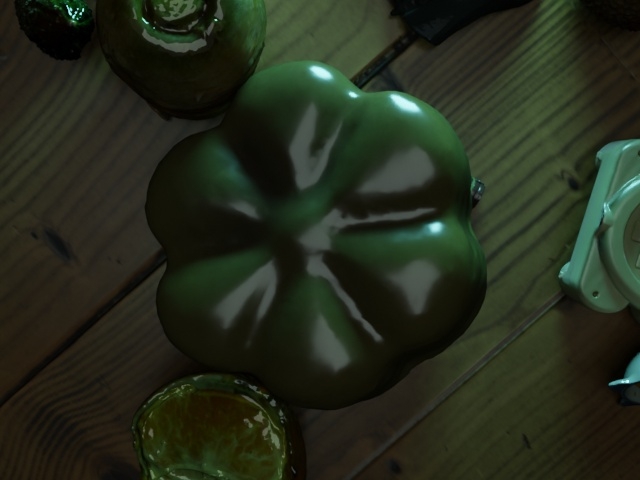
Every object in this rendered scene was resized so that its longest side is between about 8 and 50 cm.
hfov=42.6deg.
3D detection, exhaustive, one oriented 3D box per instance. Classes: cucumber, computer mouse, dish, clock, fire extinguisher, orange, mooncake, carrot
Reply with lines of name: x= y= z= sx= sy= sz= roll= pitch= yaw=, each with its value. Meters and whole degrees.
cucumber: x=-0.361 y=-0.298 z=1.113 sx=0.096 sy=0.359 sz=0.096 roll=-8 pitch=114 yaw=-19
computer mouse: x=0.230 y=-0.406 z=1.263 sx=0.264 sy=0.088 sz=0.147 roll=-26 pitch=93 yaw=3
dish: x=0.571 y=0.200 z=1.304 sx=0.236 sy=0.228 sz=0.086 roll=13 pitch=61 yaw=-21
clock: x=0.562 y=0.003 z=1.299 sx=0.310 sy=0.114 sz=0.284 roll=16 pitch=93 yaw=-5
fire extinguisher: x=0.188 y=-0.110 z=1.306 sx=0.158 sy=0.043 sz=0.064 roll=32 pitch=64 yaw=-5
orange: x=-0.150 y=0.338 z=1.251 sx=0.263 sy=0.196 sz=0.334 roll=-4 pitch=116 yaw=5
mooncake: x=0.000 y=0.000 z=1.133 sx=0.467 sy=0.262 sz=0.466 roll=-1 pitch=84 yaw=12
carrot: x=-0.183 y=-0.285 z=1.132 sx=0.224 sy=0.341 sz=0.224 roll=0 pitch=91 yaw=-2

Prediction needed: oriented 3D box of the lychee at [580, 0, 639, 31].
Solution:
lychee: x=0.474 y=-0.407 z=1.224 sx=0.195 sy=0.194 sz=0.194 roll=0 pitch=95 yaw=-2
